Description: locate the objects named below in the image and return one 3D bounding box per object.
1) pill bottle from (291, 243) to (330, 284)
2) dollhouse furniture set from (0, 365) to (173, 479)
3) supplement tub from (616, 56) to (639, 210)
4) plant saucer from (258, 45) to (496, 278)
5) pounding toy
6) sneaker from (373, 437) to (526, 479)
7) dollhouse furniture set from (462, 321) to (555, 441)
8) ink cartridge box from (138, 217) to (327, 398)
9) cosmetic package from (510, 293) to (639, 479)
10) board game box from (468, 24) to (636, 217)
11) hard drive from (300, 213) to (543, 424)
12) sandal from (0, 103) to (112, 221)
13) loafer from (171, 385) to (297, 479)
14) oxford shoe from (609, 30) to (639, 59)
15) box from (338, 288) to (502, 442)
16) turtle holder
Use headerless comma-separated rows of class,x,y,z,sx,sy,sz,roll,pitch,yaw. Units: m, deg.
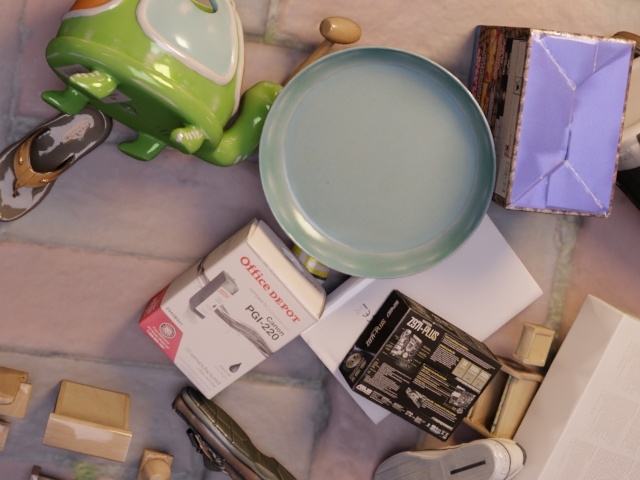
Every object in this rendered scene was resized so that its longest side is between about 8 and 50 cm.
pill bottle,0.000,0.000,1.888,0.065,0.065,0.116,25,97,-11
dollhouse furniture set,-0.384,0.393,1.854,0.303,0.174,0.355,15,97,-10
supplement tub,0.530,-0.103,1.859,0.193,0.193,0.316,-45,115,2
plant saucer,0.076,-0.104,1.744,0.318,0.044,0.317,3,107,11
pounding toy,0.044,-0.185,1.860,0.154,0.155,0.269,-4,113,-35
sneaker,0.191,0.347,1.917,0.091,0.258,0.094,7,71,-43
dollhouse furniture set,0.321,0.212,1.974,0.161,0.101,0.182,12,99,-34
ink cartridge box,-0.122,0.097,1.845,0.218,0.092,0.158,-38,103,18
cosmetic package,0.432,0.300,1.940,0.284,0.097,0.377,23,97,-30
board game box,0.298,-0.170,1.781,0.141,0.291,0.232,5,100,-8
hard drive,0.145,0.099,1.920,0.319,0.040,0.210,-38,114,1
sandal,-0.382,-0.112,1.820,0.219,0.060,0.090,-36,102,0
loafer,-0.130,0.329,1.919,0.084,0.096,0.267,-43,105,8
oxford shoe,0.525,-0.263,1.915,0.227,0.083,0.096,22,71,-7
box,0.143,0.182,1.884,0.180,0.077,0.147,31,99,-23
turtle holder,-0.190,-0.231,1.736,0.320,0.243,0.227,26,77,-1
